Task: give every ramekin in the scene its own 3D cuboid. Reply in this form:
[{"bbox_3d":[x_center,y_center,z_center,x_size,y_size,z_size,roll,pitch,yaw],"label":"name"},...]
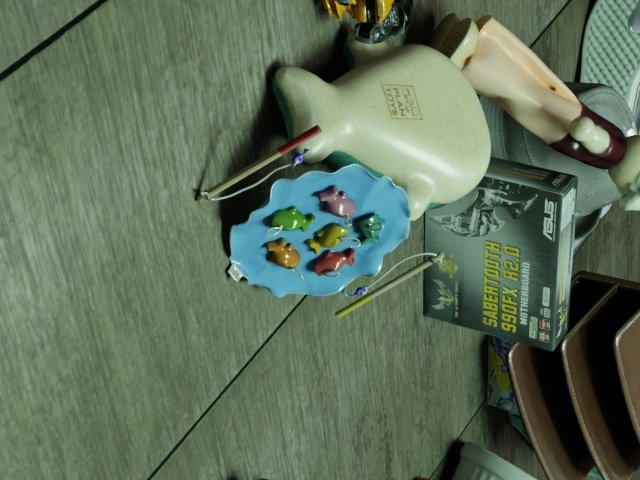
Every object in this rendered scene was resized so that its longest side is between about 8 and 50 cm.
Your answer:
[{"bbox_3d":[0.293,0.413,2.078,0.127,0.273,0.273,-57,150,-5],"label":"ramekin"}]

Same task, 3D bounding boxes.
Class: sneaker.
[{"bbox_3d":[0.461,-0.265,2.177,0.127,0.126,0.321,-12,122,-56],"label":"sneaker"}]

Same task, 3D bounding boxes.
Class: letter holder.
[{"bbox_3d":[0.416,0.234,2.104,0.214,0.152,0.302,-41,123,-28],"label":"letter holder"}]

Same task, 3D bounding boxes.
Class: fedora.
[{"bbox_3d":[0.335,-0.127,1.895,0.275,0.124,0.244,28,58,-43],"label":"fedora"}]

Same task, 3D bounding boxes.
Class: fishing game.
[{"bbox_3d":[0.000,0.000,1.417,0.264,0.189,0.041,47,19,-47],"label":"fishing game"}]

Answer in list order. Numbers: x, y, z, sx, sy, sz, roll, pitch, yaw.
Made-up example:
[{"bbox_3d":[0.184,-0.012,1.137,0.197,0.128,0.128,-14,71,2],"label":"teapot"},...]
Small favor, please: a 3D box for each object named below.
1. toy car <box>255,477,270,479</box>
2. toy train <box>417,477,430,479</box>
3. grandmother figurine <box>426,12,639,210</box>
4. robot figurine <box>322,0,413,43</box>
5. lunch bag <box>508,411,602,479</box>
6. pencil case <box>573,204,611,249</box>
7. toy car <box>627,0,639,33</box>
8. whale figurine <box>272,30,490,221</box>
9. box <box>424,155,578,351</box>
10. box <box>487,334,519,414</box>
[{"bbox_3d":[-0.066,0.331,1.511,0.136,0.159,0.182,38,66,-22],"label":"toy car"},{"bbox_3d":[0.108,0.403,1.904,0.248,0.105,0.143,10,108,-63],"label":"toy train"},{"bbox_3d":[0.285,-0.141,1.679,0.104,0.342,0.208,-55,-163,15],"label":"grandmother figurine"},{"bbox_3d":[0.074,-0.337,1.456,0.291,0.085,0.211,-57,148,-31],"label":"robot figurine"},{"bbox_3d":[0.415,0.237,2.319,0.262,0.160,0.223,42,70,-44],"label":"lunch bag"},{"bbox_3d":[0.319,-0.033,2.039,0.273,0.113,0.124,-37,139,-50],"label":"pencil case"},{"bbox_3d":[0.482,-0.380,1.995,0.188,0.149,0.155,-39,117,-10],"label":"toy car"},{"bbox_3d":[0.050,-0.112,1.497,0.272,0.141,0.216,-2,70,-42],"label":"whale figurine"},{"bbox_3d":[0.222,0.010,1.807,0.056,0.183,0.231,-43,140,-49],"label":"box"},{"bbox_3d":[0.285,0.172,2.139,0.054,0.059,0.169,-41,138,-45],"label":"box"}]
